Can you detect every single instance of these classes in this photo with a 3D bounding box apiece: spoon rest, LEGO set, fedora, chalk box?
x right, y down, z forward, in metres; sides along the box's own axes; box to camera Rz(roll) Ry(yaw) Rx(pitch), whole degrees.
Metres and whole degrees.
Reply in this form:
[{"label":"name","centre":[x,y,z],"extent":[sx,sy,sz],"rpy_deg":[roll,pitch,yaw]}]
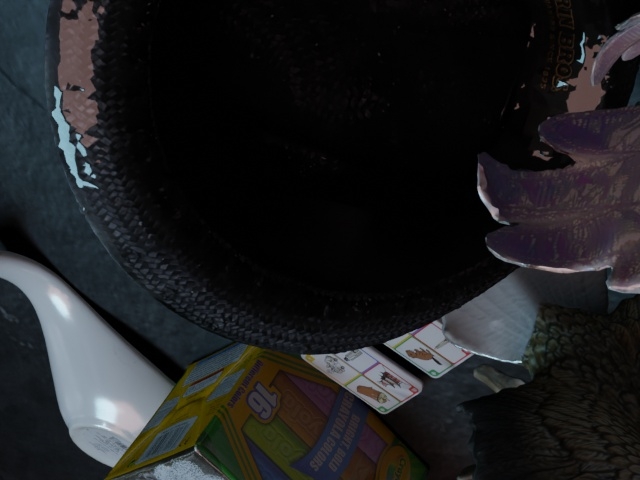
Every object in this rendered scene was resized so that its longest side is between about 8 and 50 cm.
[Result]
[{"label":"spoon rest","centre":[-0.191,0.094,1.254],"extent":[0.137,0.084,0.276],"rpy_deg":[-13,134,45]},{"label":"LEGO set","centre":[0.000,0.000,1.044],"extent":[0.244,0.060,0.182],"rpy_deg":[34,139,-13]},{"label":"fedora","centre":[-0.002,-0.108,0.783],"extent":[0.152,0.334,0.334],"rpy_deg":[40,155,49]},{"label":"chalk box","centre":[-0.021,0.188,1.168],"extent":[0.213,0.132,0.132],"rpy_deg":[46,139,-15]}]

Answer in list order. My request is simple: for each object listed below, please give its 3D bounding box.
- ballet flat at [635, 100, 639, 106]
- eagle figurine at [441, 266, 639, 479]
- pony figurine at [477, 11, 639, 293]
[{"label":"ballet flat","centre":[0.236,-0.037,0.793],"extent":[0.188,0.070,0.070],"rpy_deg":[3,131,35]},{"label":"eagle figurine","centre":[0.183,0.102,0.847],"extent":[0.225,0.226,0.298],"rpy_deg":[11,170,-5]},{"label":"pony figurine","centre":[0.253,-0.112,0.588],"extent":[0.351,0.303,0.364],"rpy_deg":[6,118,20]}]
